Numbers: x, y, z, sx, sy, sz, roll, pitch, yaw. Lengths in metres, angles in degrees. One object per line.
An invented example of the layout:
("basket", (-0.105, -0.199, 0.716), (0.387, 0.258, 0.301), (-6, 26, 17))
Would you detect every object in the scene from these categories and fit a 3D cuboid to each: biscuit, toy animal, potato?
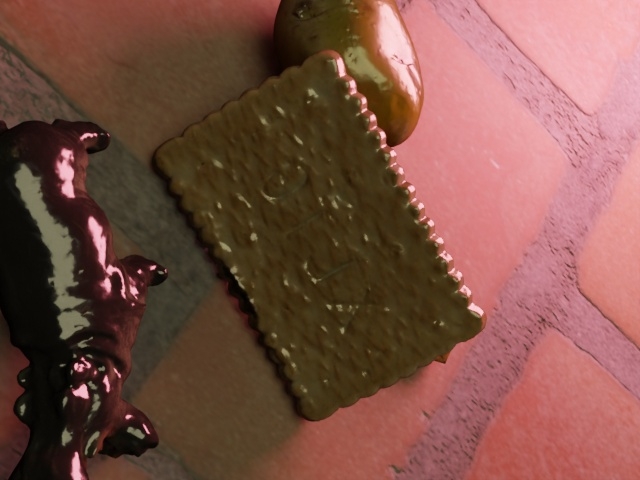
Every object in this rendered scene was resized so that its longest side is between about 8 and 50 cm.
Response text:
("biscuit", (0.000, 0.000, 0.911), (0.217, 0.044, 0.325), (-31, 96, 6))
("toy animal", (-0.204, 0.059, 0.767), (0.168, 0.106, 0.343), (2, 70, -57))
("potato", (0.034, -0.189, 0.975), (0.155, 0.137, 0.200), (-13, 85, -32))

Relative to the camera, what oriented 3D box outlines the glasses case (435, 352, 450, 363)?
("glasses case", (0.071, 0.078, 0.993), (0.170, 0.041, 0.064), (19, 96, -26))
